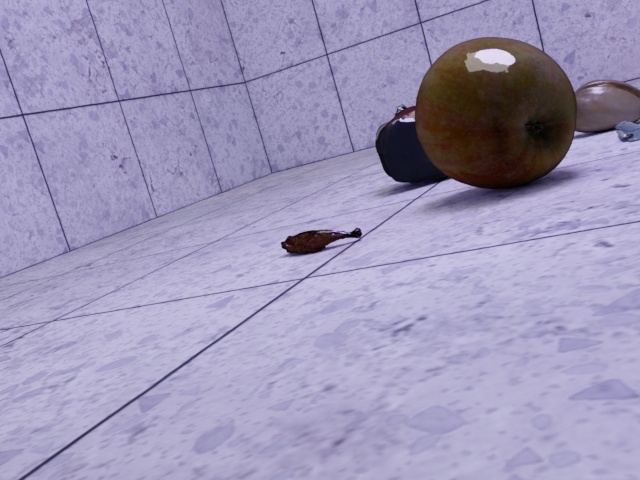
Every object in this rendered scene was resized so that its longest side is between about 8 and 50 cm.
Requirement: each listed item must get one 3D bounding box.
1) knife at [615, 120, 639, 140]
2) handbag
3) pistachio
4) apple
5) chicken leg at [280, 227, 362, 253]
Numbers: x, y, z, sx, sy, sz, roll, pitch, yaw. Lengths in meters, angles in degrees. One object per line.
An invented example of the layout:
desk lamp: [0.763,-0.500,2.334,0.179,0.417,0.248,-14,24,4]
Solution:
knife: [0.603,-0.214,1.388,0.044,0.023,0.162,-18,9,17]
handbag: [0.249,-0.226,1.597,0.254,0.181,0.181,-13,11,0]
pistachio: [0.632,-0.297,1.583,0.185,0.124,0.124,6,18,23]
apple: [0.293,-0.209,1.188,0.256,0.257,0.234,-18,24,-10]
chicken leg: [-0.003,0.000,1.147,0.145,0.037,0.062,-11,-3,39]
